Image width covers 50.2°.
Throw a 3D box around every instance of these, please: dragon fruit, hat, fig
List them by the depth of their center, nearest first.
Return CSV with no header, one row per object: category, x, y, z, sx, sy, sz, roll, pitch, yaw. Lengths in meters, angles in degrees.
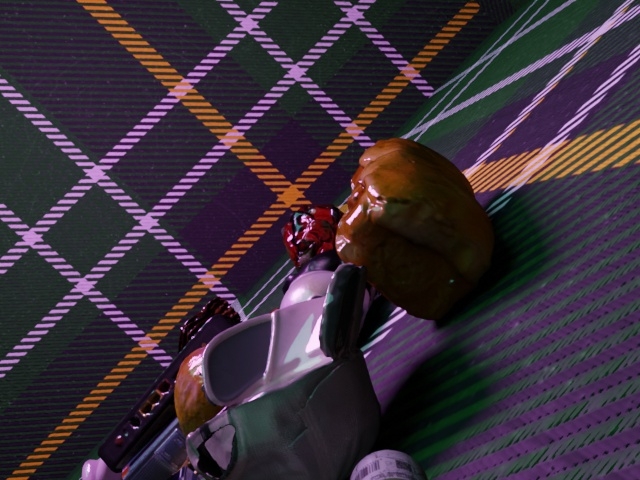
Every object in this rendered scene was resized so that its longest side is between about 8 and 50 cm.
hat,-0.019,0.145,0.708,0.232,0.161,0.275,-28,28,37
fig,-0.188,0.296,1.137,0.257,0.159,0.159,-61,3,13
dragon fruit,0.000,-0.001,1.551,0.182,0.182,0.188,-47,8,-13

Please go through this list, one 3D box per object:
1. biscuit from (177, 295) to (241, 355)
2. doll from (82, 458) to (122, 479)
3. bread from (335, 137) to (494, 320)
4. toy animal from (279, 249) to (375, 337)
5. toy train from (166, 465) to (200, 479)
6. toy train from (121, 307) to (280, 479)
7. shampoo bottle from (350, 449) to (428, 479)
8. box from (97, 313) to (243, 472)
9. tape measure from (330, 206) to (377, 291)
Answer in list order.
biscuit,-0.252,0.251,1.497,0.107,0.073,0.388,-39,-16,-30
doll,-0.425,0.501,1.331,0.161,0.059,0.160,-30,51,45
bread,0.125,-0.039,0.900,0.149,0.195,0.344,-49,7,19
toy animal,0.007,0.107,1.048,0.179,0.138,0.166,-76,10,-62
toy train,-0.194,0.391,0.901,0.055,0.048,0.252,-41,12,4
toy train,-0.185,0.295,1.243,0.409,0.086,0.089,-46,7,-9
shampoo bottle,0.054,0.201,0.420,0.065,0.065,0.204,-45,6,7
box,-0.259,0.300,1.328,0.350,0.058,0.211,-49,-24,-1
tape measure,0.036,0.029,1.158,0.107,0.180,0.104,-46,23,-11
